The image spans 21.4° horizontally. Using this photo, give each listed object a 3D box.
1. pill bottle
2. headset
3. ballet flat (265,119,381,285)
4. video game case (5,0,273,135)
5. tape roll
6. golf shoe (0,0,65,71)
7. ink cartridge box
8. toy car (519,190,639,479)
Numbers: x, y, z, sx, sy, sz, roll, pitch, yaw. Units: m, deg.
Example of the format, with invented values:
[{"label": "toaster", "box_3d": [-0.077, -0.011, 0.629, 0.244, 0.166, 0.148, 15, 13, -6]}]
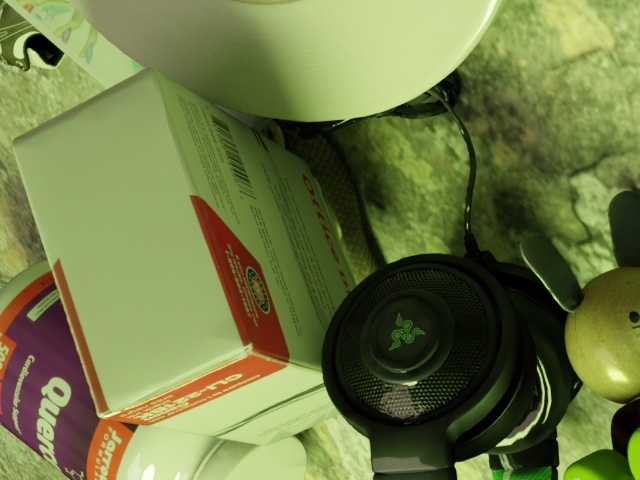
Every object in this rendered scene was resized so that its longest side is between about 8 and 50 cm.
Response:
[{"label": "pill bottle", "box_3d": [-0.171, 0.157, 1.584, 0.323, 0.181, 0.181, 31, 141, 33]}, {"label": "headset", "box_3d": [0.071, 0.079, 1.151, 0.185, 0.243, 0.394, -6, 85, 23]}, {"label": "ballet flat", "box_3d": [0.000, 0.000, 1.329, 0.084, 0.058, 0.249, -5, 115, 54]}, {"label": "video game case", "box_3d": [-0.136, -0.236, 1.222, 0.329, 0.036, 0.300, 40, 137, 9]}, {"label": "tape roll", "box_3d": [-0.042, -0.252, 1.039, 0.392, 0.072, 0.392, 18, 133, 21]}, {"label": "golf shoe", "box_3d": [-0.276, -0.180, 1.510, 0.094, 0.077, 0.198, 56, 149, -2]}, {"label": "ink cartridge box", "box_3d": [-0.071, 0.023, 1.152, 0.273, 0.114, 0.197, 26, -138, -67]}, {"label": "toy car", "box_3d": [0.207, 0.061, 1.044, 0.188, 0.155, 0.149, 63, 150, 11]}]
